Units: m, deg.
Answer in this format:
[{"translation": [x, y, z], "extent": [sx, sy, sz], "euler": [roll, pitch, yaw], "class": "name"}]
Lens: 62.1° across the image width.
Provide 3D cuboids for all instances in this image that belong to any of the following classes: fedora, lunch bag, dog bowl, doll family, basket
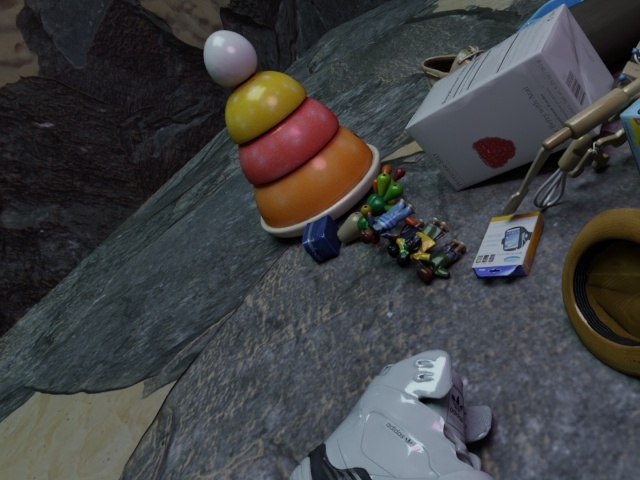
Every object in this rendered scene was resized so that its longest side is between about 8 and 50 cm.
[{"translation": [0.356, 0.054, 0.584], "extent": [0.079, 0.194, 0.194], "euler": [0, 20, -17], "class": "fedora"}, {"translation": [0.000, 0.000, 1.144], "extent": [0.065, 0.067, 0.098], "euler": [-23, 30, 25], "class": "lunch bag"}, {"translation": [0.589, -0.534, 1.338], "extent": [0.297, 0.074, 0.166], "euler": [-46, 28, -22], "class": "dog bowl"}, {"translation": [0.151, 0.000, 0.925], "extent": [0.111, 0.076, 0.193], "euler": [-39, 38, -12], "class": "doll family"}, {"translation": [0.596, -0.441, 1.095], "extent": [0.227, 0.154, 0.204], "euler": [-28, 28, 7], "class": "basket"}]

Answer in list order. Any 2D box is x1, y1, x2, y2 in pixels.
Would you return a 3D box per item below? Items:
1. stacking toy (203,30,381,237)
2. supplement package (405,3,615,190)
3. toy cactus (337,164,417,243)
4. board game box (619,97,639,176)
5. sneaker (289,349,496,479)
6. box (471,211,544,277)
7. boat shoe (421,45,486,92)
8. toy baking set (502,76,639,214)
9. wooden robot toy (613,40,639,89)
[{"translation": [-0.105, -0.276, 1.261], "extent": [0.351, 0.480, 0.350], "euler": [-27, 28, 16], "class": "stacking toy"}, {"translation": [0.339, -0.246, 0.975], "extent": [0.293, 0.177, 0.175], "euler": [-23, 27, 51], "class": "supplement package"}, {"translation": [0.112, -0.053, 1.096], "extent": [0.180, 0.112, 0.219], "euler": [-41, 22, 34], "class": "toy cactus"}, {"translation": [0.540, -0.123, 0.630], "extent": [0.144, 0.142, 0.275], "euler": [-39, 27, -7], "class": "board game box"}, {"translation": [0.134, 0.228, 0.524], "extent": [0.366, 0.137, 0.210], "euler": [-2, 44, 53], "class": "sneaker"}, {"translation": [0.291, 0.012, 0.828], "extent": [0.081, 0.028, 0.136], "euler": [-7, 40, 43], "class": "box"}, {"translation": [0.382, -0.435, 1.372], "extent": [0.122, 0.110, 0.341], "euler": [-43, 27, -16], "class": "boat shoe"}, {"translation": [0.387, -0.128, 0.791], "extent": [0.256, 0.196, 0.030], "euler": [-32, 57, 0], "class": "toy baking set"}, {"translation": [0.586, -0.289, 0.969], "extent": [0.079, 0.076, 0.173], "euler": [26, 58, 21], "class": "wooden robot toy"}]
